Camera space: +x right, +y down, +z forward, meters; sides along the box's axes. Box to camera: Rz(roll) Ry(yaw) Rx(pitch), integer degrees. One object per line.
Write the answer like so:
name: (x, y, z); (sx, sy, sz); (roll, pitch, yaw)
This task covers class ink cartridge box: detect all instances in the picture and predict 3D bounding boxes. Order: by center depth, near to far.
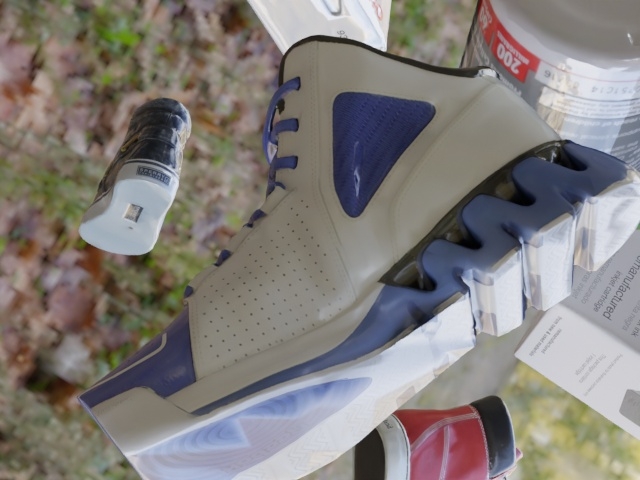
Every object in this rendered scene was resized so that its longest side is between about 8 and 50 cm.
ink cartridge box: (0.339, 0.085, 1.316); (0.198, 0.273, 0.115); (-53, 173, -33)
ink cartridge box: (-0.005, -0.392, 1.748); (0.223, 0.129, 0.307); (53, 36, -49)

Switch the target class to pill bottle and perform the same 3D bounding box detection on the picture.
pill bottle: (0.181, -0.106, 1.154); (0.161, 0.161, 0.283); (-49, 164, -30)

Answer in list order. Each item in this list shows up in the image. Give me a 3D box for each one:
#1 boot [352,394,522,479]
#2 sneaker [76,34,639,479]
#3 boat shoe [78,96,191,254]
boot: (0.113, 0.267, 1.465); (0.176, 0.088, 0.244); (-6, 117, -29)
sneaker: (0.001, -0.001, 0.829); (0.315, 0.182, 0.127); (-31, 152, -12)
boat shoe: (-0.151, -0.050, 1.281); (0.183, 0.065, 0.083); (-41, -149, 61)
